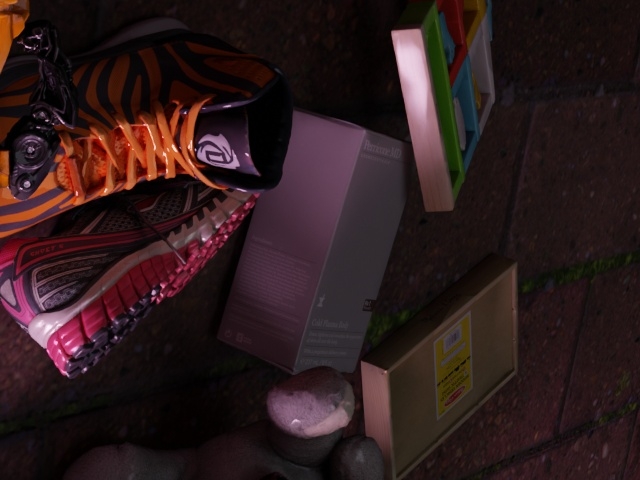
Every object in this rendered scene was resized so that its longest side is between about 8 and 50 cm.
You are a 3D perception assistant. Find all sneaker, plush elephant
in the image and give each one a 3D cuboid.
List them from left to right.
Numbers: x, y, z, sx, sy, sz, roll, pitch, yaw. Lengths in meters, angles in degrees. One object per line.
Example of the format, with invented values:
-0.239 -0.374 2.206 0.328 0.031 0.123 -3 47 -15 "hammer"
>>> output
-0.143 -0.080 1.251 0.321 0.180 0.124 -38 134 -39 "sneaker"
-0.147 -0.011 1.354 0.121 0.112 0.299 -48 176 37 "sneaker"
-0.047 0.302 1.489 0.330 0.272 0.255 60 12 -67 "plush elephant"

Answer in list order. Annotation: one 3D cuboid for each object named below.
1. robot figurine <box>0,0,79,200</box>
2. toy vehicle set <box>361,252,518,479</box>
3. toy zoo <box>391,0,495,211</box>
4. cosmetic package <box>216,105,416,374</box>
-0.267 -0.150 1.090 0.211 0.085 0.291 -5 114 -22 "robot figurine"
0.144 0.146 1.903 0.267 0.035 0.166 -35 133 -41 "toy vehicle set"
0.132 -0.182 1.638 0.293 0.030 0.192 -64 147 -55 "toy zoo"
0.000 0.000 1.564 0.127 0.107 0.238 6 104 -59 "cosmetic package"
